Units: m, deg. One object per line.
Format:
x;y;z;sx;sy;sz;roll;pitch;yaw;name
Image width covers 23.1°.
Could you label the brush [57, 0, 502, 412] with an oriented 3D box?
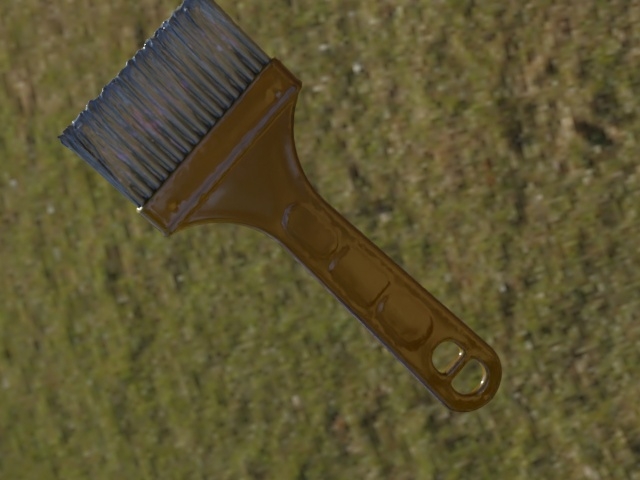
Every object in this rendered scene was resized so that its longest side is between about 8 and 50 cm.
0.000;0.000;0.798;0.272;0.103;0.013;43;176;-22;brush
